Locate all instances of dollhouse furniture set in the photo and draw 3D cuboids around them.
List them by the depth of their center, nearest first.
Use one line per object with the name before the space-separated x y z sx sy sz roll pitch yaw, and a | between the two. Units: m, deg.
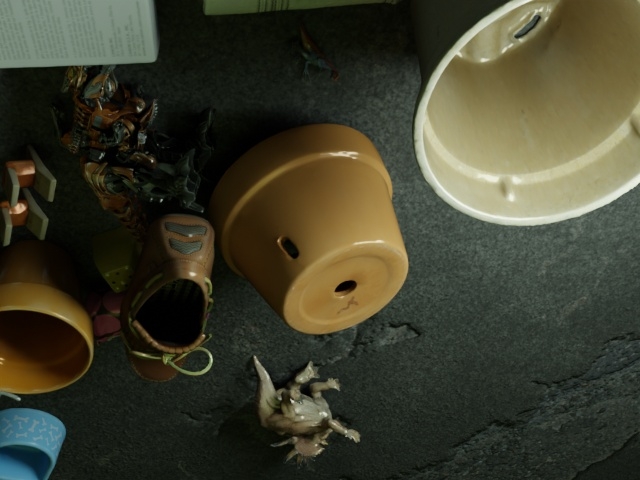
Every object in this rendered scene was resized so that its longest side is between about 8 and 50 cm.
dollhouse furniture set | -0.513 -0.106 1.169 0.262 0.135 0.259 -11 138 -38

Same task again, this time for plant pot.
plant pot | 0.249 -0.243 1.068 0.333 0.305 0.334 -5 134 -5
plant pot | 0.000 0.000 1.275 0.290 0.203 0.291 -18 141 -15
plant pot | -0.460 0.107 1.355 0.205 0.188 0.205 -5 134 -5
plant pot | -0.318 0.035 1.384 0.081 0.083 0.081 -19 133 7

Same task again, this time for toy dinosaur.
toy dinosaur | -0.004 -0.255 1.199 0.082 0.047 0.090 2 124 -36
toy dinosaur | -0.269 -0.126 1.232 0.218 0.164 0.322 4 152 6
toy dinosaur | -0.056 0.353 1.706 0.295 0.127 0.200 35 126 -28

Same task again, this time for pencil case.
pencil case | -0.293 0.120 1.465 0.209 0.095 0.098 -7 103 -2

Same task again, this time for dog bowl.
dog bowl | -0.624 0.455 1.732 0.165 0.074 0.297 17 127 -23

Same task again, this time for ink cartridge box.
ink cartridge box | -0.394 -0.344 0.991 0.384 0.091 0.308 -2 142 -6

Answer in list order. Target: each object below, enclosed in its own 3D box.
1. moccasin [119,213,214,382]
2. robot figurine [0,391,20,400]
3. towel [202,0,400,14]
moccasin | -0.228 0.122 1.305 0.139 0.147 0.380 9 142 -20
robot figurine | -0.686 0.226 1.419 0.353 0.200 0.300 -5 116 -5
towel | -0.041 -0.422 1.024 0.324 0.056 0.312 -3 133 -6
